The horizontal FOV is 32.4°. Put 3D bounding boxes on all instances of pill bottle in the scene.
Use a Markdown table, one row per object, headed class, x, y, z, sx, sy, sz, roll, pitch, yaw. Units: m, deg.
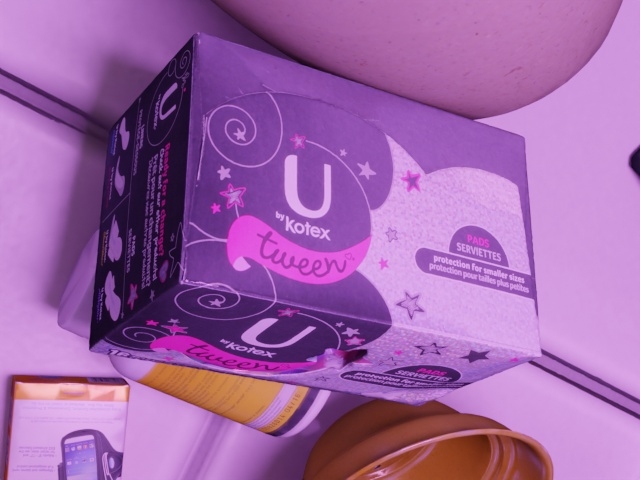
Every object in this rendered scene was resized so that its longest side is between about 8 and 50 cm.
| class | x | y | z | sx | sy | sz | roll | pitch | yaw |
| --- | --- | --- | --- | --- | --- | --- | --- | --- | --- |
| pill bottle | -0.083 | 0.061 | 0.768 | 0.184 | 0.103 | 0.103 | 26 | 87 | -21 |

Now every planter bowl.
| class | x | y | z | sx | sy | sz | roll | pitch | yaw |
| --- | --- | --- | --- | --- | --- | --- | --- | --- | --- |
| planter bowl | 0.056 | 0.180 | 0.820 | 0.217 | 0.090 | 0.217 | -14 | 135 | -14 |

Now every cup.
| class | x | y | z | sx | sy | sz | roll | pitch | yaw |
| --- | --- | --- | --- | --- | --- | --- | --- | --- | --- |
| cup | 0.078 | -0.217 | 0.713 | 0.331 | 0.331 | 0.237 | -48 | 133 | -9 |

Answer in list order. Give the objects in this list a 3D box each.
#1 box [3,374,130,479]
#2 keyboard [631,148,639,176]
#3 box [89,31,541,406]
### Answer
| class | x | y | z | sx | sy | sz | roll | pitch | yaw |
| --- | --- | --- | --- | --- | --- | --- | --- | --- | --- |
| box | -0.183 | 0.165 | 0.784 | 0.081 | 0.028 | 0.136 | 5 | 96 | -21 |
| keyboard | 0.357 | -0.027 | 0.915 | 0.100 | 0.038 | 0.192 | -37 | 80 | -14 |
| box | 0.000 | 0.000 | 0.692 | 0.247 | 0.142 | 0.163 | 13 | 62 | -27 |
